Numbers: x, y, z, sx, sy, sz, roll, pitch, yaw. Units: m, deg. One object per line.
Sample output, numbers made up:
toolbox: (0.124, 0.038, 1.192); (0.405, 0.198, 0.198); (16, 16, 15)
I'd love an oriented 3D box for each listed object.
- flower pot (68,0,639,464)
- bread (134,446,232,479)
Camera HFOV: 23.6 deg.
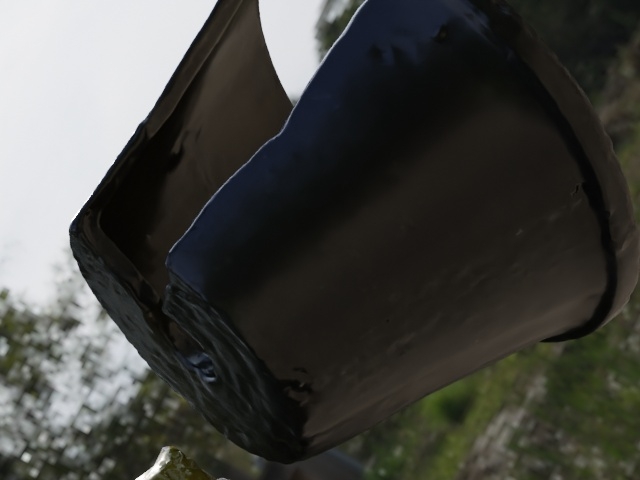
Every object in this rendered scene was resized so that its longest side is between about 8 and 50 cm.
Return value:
flower pot: (0.000, 0.000, 1.041); (0.251, 0.379, 0.379); (-45, -10, -23)
bread: (-0.066, 0.349, 0.939); (0.323, 0.333, 0.143); (-51, -29, -1)
